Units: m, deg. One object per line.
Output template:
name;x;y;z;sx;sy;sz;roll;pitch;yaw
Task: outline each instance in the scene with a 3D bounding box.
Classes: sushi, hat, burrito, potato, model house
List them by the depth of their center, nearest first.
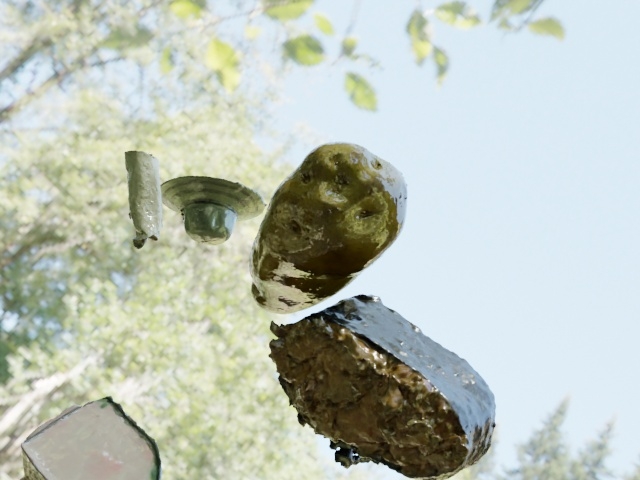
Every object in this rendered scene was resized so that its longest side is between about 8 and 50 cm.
potato;0.000;0.000;1.623;0.176;0.195;0.369;42;-39;7
sushi;0.087;0.244;1.630;0.348;0.207;0.234;30;-68;26
model house;-0.415;0.464;2.016;0.237;0.202;0.237;40;-39;23
burrito;-0.362;-0.090;2.218;0.060;0.226;0.087;13;-28;-43
hat;-0.249;-0.046;2.437;0.252;0.110;0.252;5;-22;2
